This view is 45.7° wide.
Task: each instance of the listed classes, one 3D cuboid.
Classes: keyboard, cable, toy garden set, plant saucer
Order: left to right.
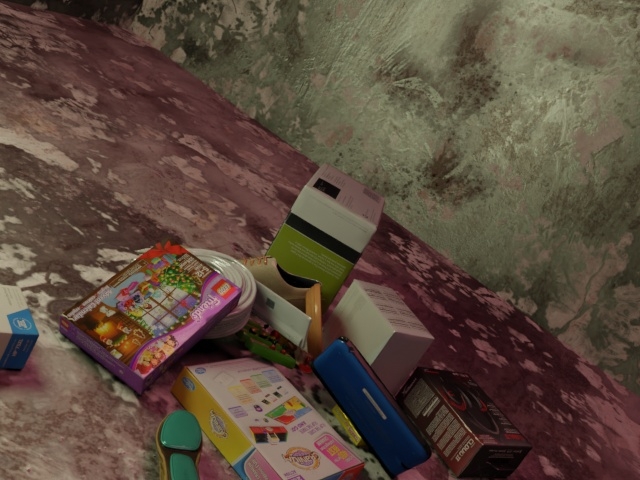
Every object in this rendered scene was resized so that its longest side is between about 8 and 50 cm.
[{"bbox_3d":[-0.267,0.112,1.627,0.257,0.089,0.257,-3,35,-25],"label":"cable"},{"bbox_3d":[-0.112,0.148,1.678,0.014,0.072,0.256,6,18,-47],"label":"keyboard"},{"bbox_3d":[-0.100,0.218,1.689,0.204,0.049,0.244,28,1,-28],"label":"toy garden set"},{"bbox_3d":[-0.014,0.201,1.799,0.037,0.199,0.200,-1,22,0],"label":"plant saucer"}]

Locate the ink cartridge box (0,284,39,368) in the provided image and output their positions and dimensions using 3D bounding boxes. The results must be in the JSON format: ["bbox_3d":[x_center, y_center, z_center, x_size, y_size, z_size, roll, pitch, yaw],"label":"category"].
[{"bbox_3d":[-0.585,0.128,1.202,0.231,0.078,0.134,13,26,-44],"label":"ink cartridge box"}]

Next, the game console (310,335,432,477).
[{"bbox_3d":[0.135,0.325,1.605,0.173,0.250,0.293,-31,77,-33],"label":"game console"}]

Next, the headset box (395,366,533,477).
[{"bbox_3d":[0.354,0.450,1.837,0.218,0.110,0.293,16,24,-41],"label":"headset box"}]

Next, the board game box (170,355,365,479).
[{"bbox_3d":[-0.098,0.353,1.432,0.316,0.064,0.242,43,21,29],"label":"board game box"}]

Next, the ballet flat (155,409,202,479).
[{"bbox_3d":[-0.231,0.356,1.204,0.080,0.073,0.232,18,15,-14],"label":"ballet flat"}]

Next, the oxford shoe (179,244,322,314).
[{"bbox_3d":[-0.183,0.080,1.861,0.397,0.146,0.140,24,20,-24],"label":"oxford shoe"}]

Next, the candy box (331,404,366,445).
[{"bbox_3d":[0.126,0.412,1.701,0.206,0.027,0.105,13,30,-45],"label":"candy box"}]

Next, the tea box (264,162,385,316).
[{"bbox_3d":[0.000,0.000,2.080,0.220,0.323,0.329,31,19,-1],"label":"tea box"}]

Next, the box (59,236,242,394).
[{"bbox_3d":[-0.317,0.132,1.453,0.201,0.057,0.293,34,45,12],"label":"box"}]

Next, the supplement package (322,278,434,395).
[{"bbox_3d":[0.132,0.242,1.880,0.149,0.194,0.203,15,25,-40],"label":"supplement package"}]
